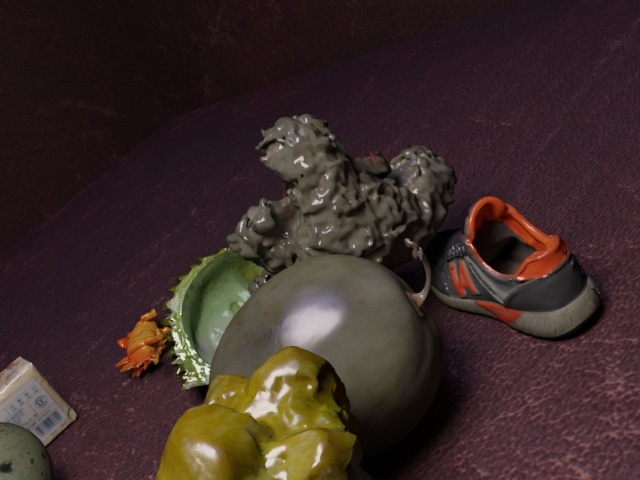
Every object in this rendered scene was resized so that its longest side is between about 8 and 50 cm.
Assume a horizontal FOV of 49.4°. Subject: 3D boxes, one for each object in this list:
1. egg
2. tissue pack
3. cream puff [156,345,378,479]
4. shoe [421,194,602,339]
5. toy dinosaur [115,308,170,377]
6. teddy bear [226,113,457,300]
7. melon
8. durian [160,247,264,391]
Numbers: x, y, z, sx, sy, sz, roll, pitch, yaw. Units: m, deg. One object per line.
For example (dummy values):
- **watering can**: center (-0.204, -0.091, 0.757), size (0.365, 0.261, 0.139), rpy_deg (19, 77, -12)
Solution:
- **egg**: center (-0.497, 0.382, 1.062), size (0.177, 0.177, 0.228), rpy_deg (-35, 41, -13)
- **tissue pack**: center (-0.573, 0.333, 1.266), size (0.092, 0.148, 0.196), rpy_deg (0, 37, 51)
- **cream puff**: center (-0.057, 0.282, 0.644), size (0.274, 0.323, 0.270), rpy_deg (-23, 10, -10)
- **shoe**: center (0.232, 0.012, 0.994), size (0.132, 0.171, 0.336), rpy_deg (-36, 26, -14)
- **toy dinosaur**: center (-0.347, 0.212, 1.361), size (0.117, 0.070, 0.288), rpy_deg (-40, 21, 1)
- **teddy bear**: center (0.000, 0.000, 1.084), size (0.357, 0.224, 0.367), rpy_deg (4, -31, -41)
- **melon**: center (0.007, 0.151, 0.872), size (0.308, 0.272, 0.272), rpy_deg (-13, 28, 13)
- **durian**: center (-0.135, 0.102, 1.246), size (0.394, 0.163, 0.198), rpy_deg (-36, 27, -30)
